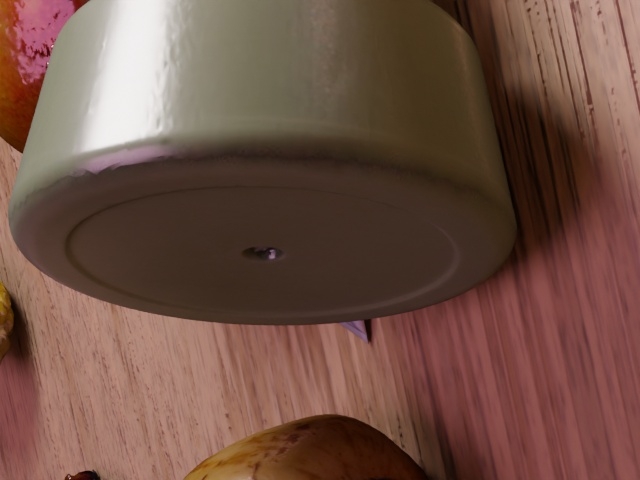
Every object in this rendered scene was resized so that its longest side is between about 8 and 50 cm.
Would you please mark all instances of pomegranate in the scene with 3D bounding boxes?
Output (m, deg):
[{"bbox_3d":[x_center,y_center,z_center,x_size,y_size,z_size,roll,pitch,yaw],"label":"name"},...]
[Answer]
[{"bbox_3d":[-0.001,0.217,0.986,0.215,0.215,0.215,23,119,52],"label":"pomegranate"}]

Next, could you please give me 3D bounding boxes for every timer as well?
[{"bbox_3d":[-0.030,-0.135,0.892,0.291,0.291,0.315,-29,55,56],"label":"timer"}]

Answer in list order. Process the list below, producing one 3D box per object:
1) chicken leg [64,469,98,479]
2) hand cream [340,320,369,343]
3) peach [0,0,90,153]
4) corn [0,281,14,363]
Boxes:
[{"bbox_3d":[-0.186,0.307,1.392,0.304,0.093,0.113,17,103,49],"label":"chicken leg"},{"bbox_3d":[0.000,0.000,1.048,0.084,0.053,0.142,31,135,48],"label":"hand cream"},{"bbox_3d":[-0.158,-0.155,1.078,0.231,0.231,0.231,23,119,52],"label":"peach"},{"bbox_3d":[-0.460,0.072,1.683,0.387,0.144,0.144,18,115,59],"label":"corn"}]
